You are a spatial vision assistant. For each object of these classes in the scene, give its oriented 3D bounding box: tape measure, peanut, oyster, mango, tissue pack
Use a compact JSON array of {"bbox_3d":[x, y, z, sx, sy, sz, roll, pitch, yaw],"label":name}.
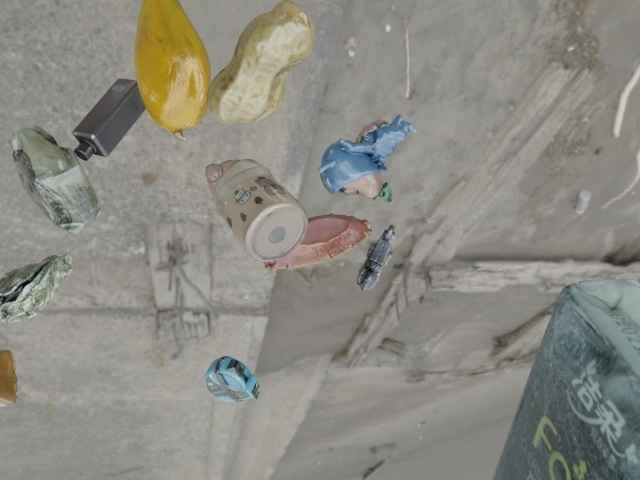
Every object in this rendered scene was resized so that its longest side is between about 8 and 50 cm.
[{"bbox_3d":[-0.248,0.379,1.632,0.125,0.081,0.146,-17,117,30],"label":"tape measure"},{"bbox_3d":[-0.101,-0.288,1.027,0.111,0.125,0.274,-33,174,-44],"label":"peanut"},{"bbox_3d":[-0.784,0.134,1.607,0.267,0.198,0.112,-33,117,-11],"label":"oyster"},{"bbox_3d":[-0.309,-0.365,1.250,0.176,0.317,0.119,-9,-175,40],"label":"mango"},{"bbox_3d":[0.246,0.224,0.515,0.103,0.228,0.316,1,121,-10],"label":"tissue pack"}]

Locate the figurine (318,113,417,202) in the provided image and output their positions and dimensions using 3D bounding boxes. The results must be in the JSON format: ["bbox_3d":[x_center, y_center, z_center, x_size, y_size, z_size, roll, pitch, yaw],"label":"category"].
[{"bbox_3d":[0.090,-0.129,1.027,0.178,0.114,0.144,-39,98,6],"label":"figurine"}]

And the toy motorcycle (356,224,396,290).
[{"bbox_3d":[0.135,0.054,1.480,0.061,0.194,0.124,25,153,4],"label":"toy motorcycle"}]

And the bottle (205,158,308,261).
[{"bbox_3d":[-0.088,-0.049,0.778,0.098,0.152,0.099,-23,135,-25],"label":"bottle"}]

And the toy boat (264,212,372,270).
[{"bbox_3d":[-0.001,-0.003,1.595,0.317,0.141,0.099,-20,154,-16],"label":"toy boat"}]

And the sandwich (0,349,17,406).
[{"bbox_3d":[-0.650,0.280,1.119,0.079,0.114,0.163,-7,-175,12],"label":"sandwich"}]

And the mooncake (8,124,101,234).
[{"bbox_3d":[-0.705,-0.152,1.601,0.136,0.250,0.255,-37,144,-24],"label":"mooncake"}]

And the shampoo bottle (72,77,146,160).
[{"bbox_3d":[-0.533,-0.302,1.528,0.080,0.246,0.079,13,148,26],"label":"shampoo bottle"}]
